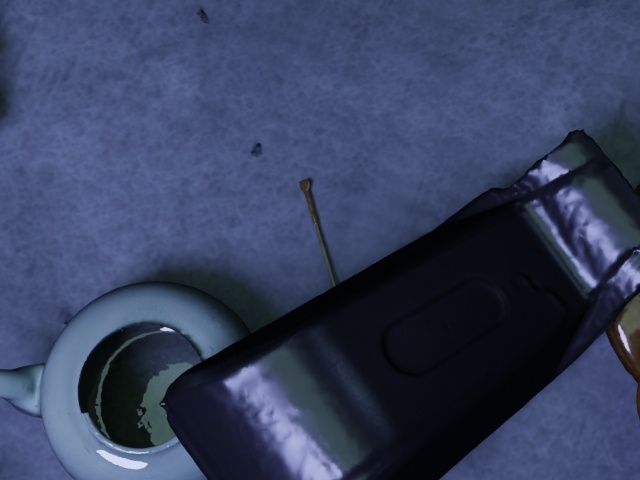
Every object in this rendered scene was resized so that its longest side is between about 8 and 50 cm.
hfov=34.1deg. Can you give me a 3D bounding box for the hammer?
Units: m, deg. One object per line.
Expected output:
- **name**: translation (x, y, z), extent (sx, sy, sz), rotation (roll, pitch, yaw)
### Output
- **hammer**: translation (0.000, 0.000, 0.975), extent (0.029, 0.014, 0.123), rotation (-13, 74, -12)

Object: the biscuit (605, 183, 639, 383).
- **biscuit**: translation (0.418, 0.086, 0.927), extent (0.367, 0.063, 0.314), rotation (33, 78, 7)

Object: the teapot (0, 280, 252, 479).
- **teapot**: translation (-0.140, 0.129, 0.884), extent (0.294, 0.129, 0.193), rotation (2, 78, 1)

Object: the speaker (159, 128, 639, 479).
- **speaker**: translation (0.089, 0.074, 0.811), extent (0.388, 0.184, 0.180), rotation (-29, 76, -39)

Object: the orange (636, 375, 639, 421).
- **orange**: translation (0.332, 0.128, 0.829), extent (0.156, 0.124, 0.156), rotation (-3, 72, 9)
